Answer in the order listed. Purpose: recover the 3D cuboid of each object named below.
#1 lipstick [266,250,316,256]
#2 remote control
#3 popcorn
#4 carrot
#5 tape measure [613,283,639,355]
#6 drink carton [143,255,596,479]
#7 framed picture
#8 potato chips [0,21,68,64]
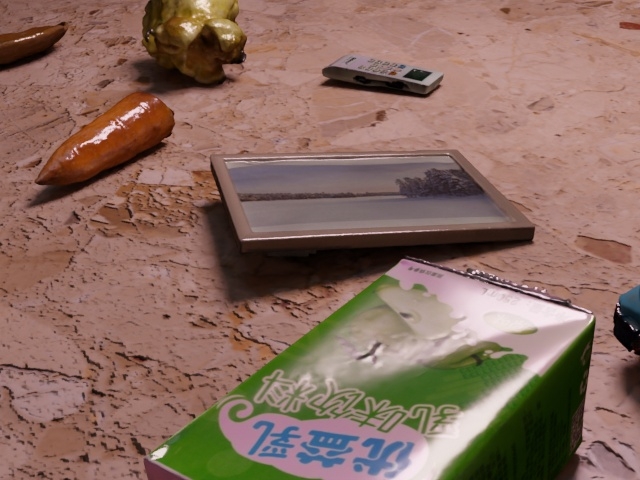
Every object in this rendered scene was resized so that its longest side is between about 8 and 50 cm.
[{"bbox_3d":[0.000,0.000,0.881,0.107,0.025,0.025,0,30,-5],"label":"lipstick"},{"bbox_3d":[0.088,-0.236,1.298,0.166,0.029,0.065,16,33,23],"label":"remote control"},{"bbox_3d":[-0.200,-0.317,1.367,0.168,0.174,0.195,-31,48,26],"label":"popcorn"},{"bbox_3d":[-0.260,-0.112,1.075,0.072,0.072,0.205,13,34,27],"label":"carrot"},{"bbox_3d":[0.295,0.062,0.674,0.146,0.080,0.125,-13,33,-17],"label":"tape measure"},{"bbox_3d":[0.049,0.126,0.558,0.161,0.108,0.271,16,35,36],"label":"drink carton"},{"bbox_3d":[0.043,-0.047,0.931,0.289,0.016,0.213,-3,27,-14],"label":"framed picture"},{"bbox_3d":[-0.511,-0.322,1.505,0.150,0.049,0.202,14,35,38],"label":"potato chips"}]
